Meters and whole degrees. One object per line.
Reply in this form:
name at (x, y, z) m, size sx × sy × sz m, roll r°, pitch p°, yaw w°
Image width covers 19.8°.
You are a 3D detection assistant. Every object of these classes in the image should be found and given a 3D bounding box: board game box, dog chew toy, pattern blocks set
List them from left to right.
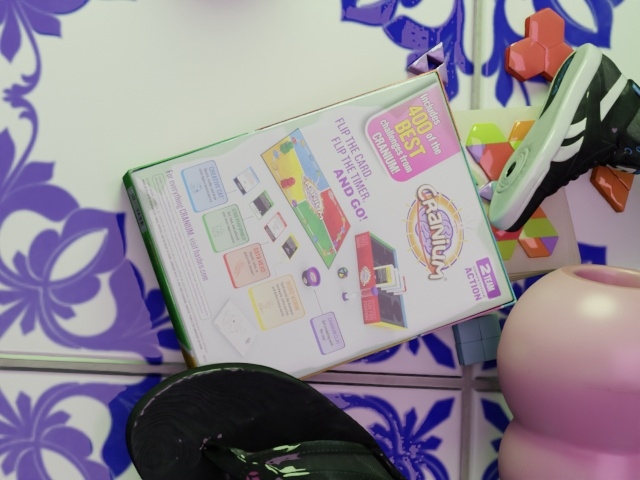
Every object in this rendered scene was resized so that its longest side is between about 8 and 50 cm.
board game box at (0.000, 0.000, 1.752) m, size 0.316 × 0.064 × 0.242 m, roll -18°, pitch 91°, yaw -12°
pattern blocks set at (0.185, -0.049, 1.846) m, size 0.285 × 0.026 × 0.325 m, roll -21°, pitch 91°, yaw -17°
dog chew toy at (0.260, 0.195, 1.739) m, size 0.206 × 0.206 × 0.332 m, roll 3°, pitch 100°, yaw -16°

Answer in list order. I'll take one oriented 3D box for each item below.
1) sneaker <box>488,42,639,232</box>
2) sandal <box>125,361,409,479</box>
sneaker at (0.262, -0.078, 1.816) m, size 0.121 × 0.079 × 0.217 m, roll 34°, pitch 72°, yaw -14°
sandal at (0.025, 0.257, 1.694) m, size 0.445 × 0.107 × 0.167 m, roll 34°, pitch 86°, yaw -19°
